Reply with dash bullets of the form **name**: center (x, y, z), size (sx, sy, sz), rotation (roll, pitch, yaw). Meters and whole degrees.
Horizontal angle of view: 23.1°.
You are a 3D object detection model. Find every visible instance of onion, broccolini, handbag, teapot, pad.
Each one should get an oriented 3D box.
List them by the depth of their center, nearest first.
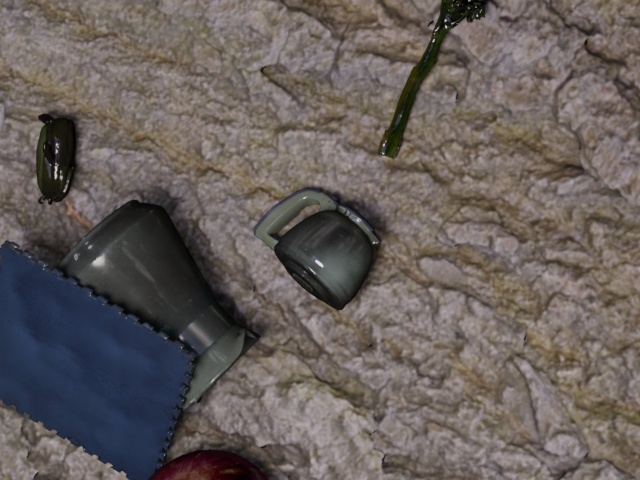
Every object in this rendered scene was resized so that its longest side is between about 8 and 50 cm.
- **onion**: center (-0.132, 0.329, 1.816), size (0.177, 0.153, 0.177), rotation (-3, 82, 20)
- **pad**: center (-0.280, 0.152, 1.831), size (0.269, 0.012, 0.269), rotation (31, 133, 9)
- **teapot**: center (-0.201, 0.089, 1.844), size (0.225, 0.171, 0.203), rotation (47, 117, 3)
- **teapot**: center (0.007, 0.008, 1.852), size (0.108, 0.149, 0.111), rotation (-46, 119, -11)
- **broccolini**: center (0.133, -0.215, 1.875), size (0.057, 0.071, 0.254), rotation (19, 97, -31)
- **handbag**: center (-0.323, -0.098, 1.915), size (0.047, 0.072, 0.111), rotation (3, 89, -5)
